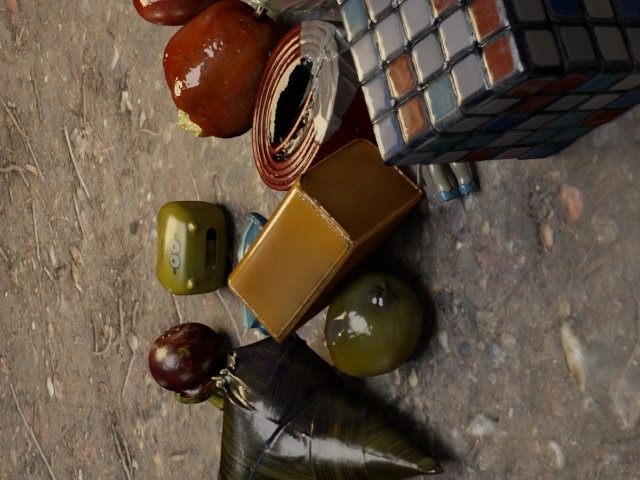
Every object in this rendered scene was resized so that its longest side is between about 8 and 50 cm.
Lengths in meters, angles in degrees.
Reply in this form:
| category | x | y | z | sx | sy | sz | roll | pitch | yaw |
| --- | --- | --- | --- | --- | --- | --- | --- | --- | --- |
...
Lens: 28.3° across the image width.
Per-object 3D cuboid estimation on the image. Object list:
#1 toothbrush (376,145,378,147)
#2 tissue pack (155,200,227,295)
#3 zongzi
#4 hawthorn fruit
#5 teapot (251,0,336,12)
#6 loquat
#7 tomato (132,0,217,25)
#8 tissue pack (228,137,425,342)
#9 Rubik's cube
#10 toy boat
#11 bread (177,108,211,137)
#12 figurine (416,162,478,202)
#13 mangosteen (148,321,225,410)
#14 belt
| category | x | y | z | sx | sy | sz | roll | pitch | yaw |
| --- | --- | --- | --- | --- | --- | --- | --- | --- | --- |
| toothbrush | 0.103 | -0.175 | 1.981 | 0.019 | 0.013 | 0.193 | 54 | 135 | 24 |
| tissue pack | -0.240 | 0.016 | 2.401 | 0.127 | 0.123 | 0.178 | 20 | 110 | 52 |
| zongzi | 0.008 | 0.410 | 2.067 | 0.432 | 0.208 | 0.403 | 29 | 124 | 36 |
| hawthorn fruit | -0.142 | -0.316 | 2.163 | 0.299 | 0.211 | 0.211 | -51 | 53 | 28 |
| teapot | -0.067 | -0.461 | 2.020 | 0.163 | 0.222 | 0.178 | 81 | -175 | -85 |
| loquat | 0.077 | 0.134 | 1.954 | 0.152 | 0.152 | 0.195 | 62 | 147 | 29 |
| tomato | -0.259 | -0.469 | 2.350 | 0.167 | 0.167 | 0.167 | 11 | 103 | 54 |
| tissue pack | 0.000 | 0.000 | 1.962 | 0.145 | 0.194 | 0.274 | 44 | 134 | 8 |
| Rubik's cube | 0.225 | -0.273 | 1.556 | 0.292 | 0.287 | 0.293 | -30 | 71 | 53 |
| toy boat | -0.111 | 0.057 | 2.256 | 0.102 | 0.088 | 0.215 | 10 | 104 | 58 |
| bread | -0.219 | -0.289 | 2.386 | 0.103 | 0.065 | 0.187 | 15 | 108 | 55 |
| figurine | 0.164 | -0.185 | 1.817 | 0.205 | 0.103 | 0.260 | -22 | 86 | 56 |
| mangosteen | -0.253 | 0.249 | 2.444 | 0.146 | 0.156 | 0.181 | -1 | 115 | 21 |
| belt | -0.001 | -0.222 | 2.030 | 0.227 | 0.115 | 0.323 | 61 | 139 | 35 |
